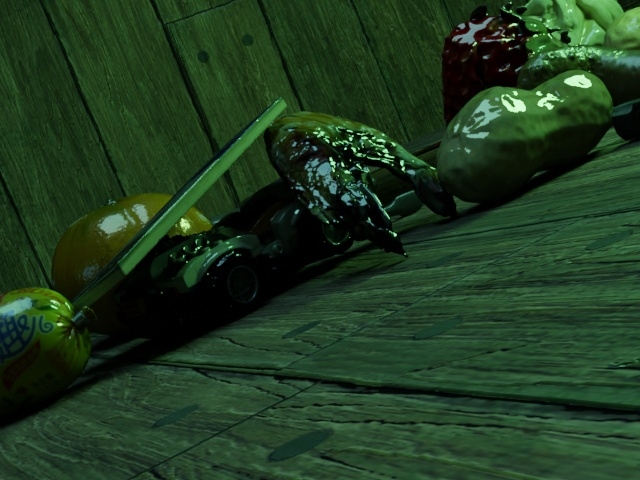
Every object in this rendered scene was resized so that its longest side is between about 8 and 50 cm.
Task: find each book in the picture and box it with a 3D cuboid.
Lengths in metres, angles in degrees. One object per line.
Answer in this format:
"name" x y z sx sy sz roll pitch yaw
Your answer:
"book" -0.179 -0.026 1.373 0.228 0.018 0.322 -34 13 49

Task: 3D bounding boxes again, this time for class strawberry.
"strawberry" 0.271 -0.217 1.830 0.280 0.253 0.150 -23 43 39

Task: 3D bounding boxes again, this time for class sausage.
"sausage" -0.387 0.143 1.262 0.347 0.123 0.123 -23 5 11

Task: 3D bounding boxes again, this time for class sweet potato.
"sweet potato" 0.402 -0.227 1.667 0.310 0.098 0.124 -2 4 20

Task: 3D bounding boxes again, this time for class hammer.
"hammer" 0.504 -0.201 1.452 0.365 0.043 0.111 -25 5 -35

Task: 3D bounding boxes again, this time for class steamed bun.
"steamed bun" 0.444 -0.339 2.258 0.320 0.206 0.275 -48 -16 19

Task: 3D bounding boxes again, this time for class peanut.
"peanut" 0.567 -0.329 2.014 0.147 0.148 0.319 -24 10 -11
"peanut" 0.239 -0.129 1.388 0.256 0.124 0.123 -28 7 -28

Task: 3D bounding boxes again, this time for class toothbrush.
"toothbrush" 0.000 0.000 1.599 0.297 0.030 0.030 -23 -3 -8

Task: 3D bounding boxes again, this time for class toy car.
"toy car" -0.100 0.019 1.383 0.301 0.118 0.193 -28 10 -38

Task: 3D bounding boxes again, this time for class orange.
"orange" -0.245 0.026 1.593 0.240 0.171 0.240 -24 3 1

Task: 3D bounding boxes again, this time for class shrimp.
"shrimp" 0.063 -0.068 1.359 0.233 0.071 0.365 8 22 -22

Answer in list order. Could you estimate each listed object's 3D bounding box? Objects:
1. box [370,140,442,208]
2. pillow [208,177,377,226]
"box" 0.184 -0.110 1.733 0.240 0.071 0.159 -20 4 36
"pillow" -0.077 -0.019 1.766 0.228 0.101 0.326 -24 7 -24
